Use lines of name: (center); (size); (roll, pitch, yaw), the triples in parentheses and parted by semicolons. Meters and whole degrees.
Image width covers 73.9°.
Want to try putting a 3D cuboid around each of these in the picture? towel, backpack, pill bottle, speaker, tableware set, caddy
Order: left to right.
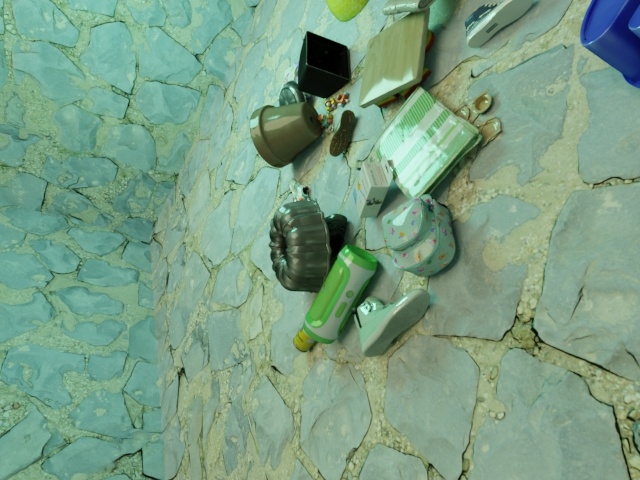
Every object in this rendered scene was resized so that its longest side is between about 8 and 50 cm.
pill bottle: (-0.042, 0.317, 1.428); (0.116, 0.065, 0.065); (-55, 38, 23)
speaker: (0.058, 0.165, 1.301); (0.297, 0.131, 0.131); (-63, 35, 14)
backpack: (0.250, -0.008, 1.091); (0.166, 0.144, 0.188); (-33, 53, 38)
towel: (0.282, -0.279, 1.212); (0.248, 0.038, 0.325); (-50, 39, 22)
towel: (0.336, -0.788, 1.306); (0.282, 0.049, 0.187); (-44, 34, -7)
tableware set: (0.399, -0.309, 1.120); (0.141, 0.020, 0.169); (-28, 55, 47)
caddy: (0.625, -0.437, 0.723); (0.241, 0.179, 0.341); (-117, 49, -76)

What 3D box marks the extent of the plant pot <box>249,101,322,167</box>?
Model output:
plant pot: (-0.125, -0.457, 1.759); (0.229, 0.263, 0.263); (-14, 63, 32)

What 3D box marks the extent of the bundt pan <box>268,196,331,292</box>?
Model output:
bundt pan: (-0.088, 0.022, 1.431); (0.331, 0.124, 0.331); (175, 90, -67)

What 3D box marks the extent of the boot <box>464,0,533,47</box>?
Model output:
boot: (0.459, -0.602, 1.117); (0.190, 0.069, 0.086); (-28, 57, 49)

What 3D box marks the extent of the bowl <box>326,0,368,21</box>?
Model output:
bowl: (0.101, -1.089, 1.766); (0.289, 0.156, 0.289); (-29, 53, 46)

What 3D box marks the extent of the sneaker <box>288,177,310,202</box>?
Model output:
sneaker: (-0.079, -0.206, 1.733); (0.075, 0.057, 0.161); (-35, 46, 20)

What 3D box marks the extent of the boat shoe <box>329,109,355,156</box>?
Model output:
boat shoe: (0.080, -0.392, 1.582); (0.060, 0.064, 0.178); (-137, 67, -86)

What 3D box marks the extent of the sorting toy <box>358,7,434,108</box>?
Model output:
sorting toy: (0.255, -0.571, 1.377); (0.255, 0.089, 0.257); (-7, 70, 53)

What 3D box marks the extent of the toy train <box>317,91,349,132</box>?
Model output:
toy train: (0.043, -0.519, 1.693); (0.166, 0.046, 0.125); (-64, 35, 12)

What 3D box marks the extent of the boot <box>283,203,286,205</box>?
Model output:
boot: (-0.082, -0.106, 1.640); (0.121, 0.099, 0.045); (17, 88, 55)

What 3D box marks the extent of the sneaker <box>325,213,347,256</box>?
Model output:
sneaker: (0.000, 0.000, 1.489); (0.227, 0.087, 0.130); (-20, 53, 44)

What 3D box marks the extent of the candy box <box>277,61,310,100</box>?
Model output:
candy box: (-0.107, -0.733, 1.978); (0.196, 0.070, 0.165); (4, 80, 55)

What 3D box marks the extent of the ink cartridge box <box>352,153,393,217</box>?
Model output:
ink cartridge box: (0.156, -0.165, 1.297); (0.181, 0.061, 0.104); (106, 157, -52)

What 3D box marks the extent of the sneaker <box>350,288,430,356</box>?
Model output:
sneaker: (0.176, 0.182, 1.154); (0.256, 0.094, 0.151); (-51, 37, 27)

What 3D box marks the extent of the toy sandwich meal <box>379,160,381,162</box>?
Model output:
toy sandwich meal: (0.211, -0.257, 1.354); (0.085, 0.029, 0.086); (-28, 54, 46)

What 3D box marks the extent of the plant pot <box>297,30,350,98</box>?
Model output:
plant pot: (-0.005, -0.693, 1.731); (0.167, 0.188, 0.187); (-42, 44, 54)

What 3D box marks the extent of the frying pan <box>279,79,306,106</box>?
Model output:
frying pan: (-0.167, -0.619, 1.963); (0.326, 0.053, 0.197); (7, 112, 53)
